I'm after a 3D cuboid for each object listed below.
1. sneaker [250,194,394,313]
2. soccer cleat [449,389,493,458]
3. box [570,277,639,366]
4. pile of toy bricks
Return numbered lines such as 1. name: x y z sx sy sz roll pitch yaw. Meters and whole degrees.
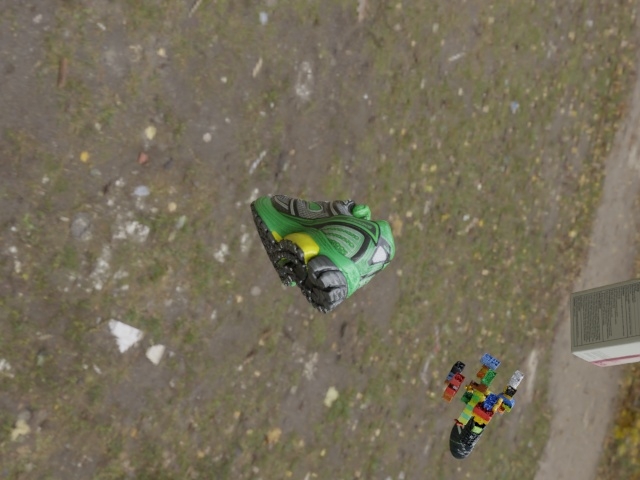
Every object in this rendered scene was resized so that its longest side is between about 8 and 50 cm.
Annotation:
1. sneaker: 0.000 0.000 1.121 0.146 0.343 0.134 -27 116 -15
2. soccer cleat: 0.325 0.403 1.620 0.072 0.060 0.179 -73 -176 -73
3. box: 0.681 0.178 1.644 0.127 0.232 0.148 26 60 -33
4. pile of toy bricks: 0.273 0.281 1.323 0.212 0.118 0.105 -15 134 -62
